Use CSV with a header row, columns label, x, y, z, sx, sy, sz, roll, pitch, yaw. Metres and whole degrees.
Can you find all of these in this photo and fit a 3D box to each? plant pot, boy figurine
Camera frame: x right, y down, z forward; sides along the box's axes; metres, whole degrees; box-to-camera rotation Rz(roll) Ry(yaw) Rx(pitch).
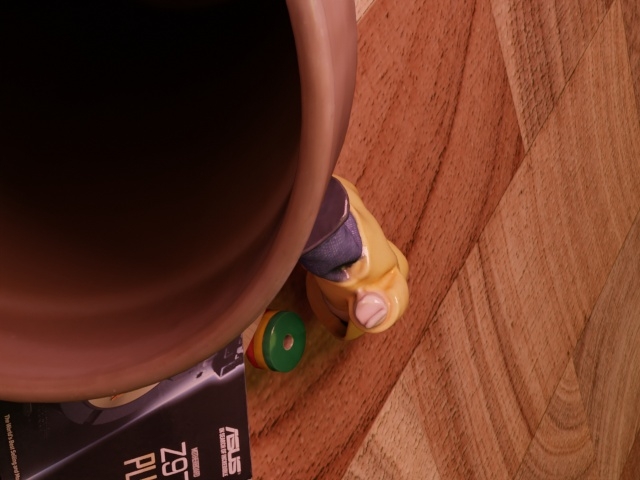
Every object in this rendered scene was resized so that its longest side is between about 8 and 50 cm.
label,x,y,z,sx,sy,sz,roll,pitch,yaw
plant pot,-0.119,-0.138,0.565,0.280,0.323,0.323,-67,149,-52
boy figurine,0.000,0.000,0.916,0.092,0.177,0.285,-36,159,1

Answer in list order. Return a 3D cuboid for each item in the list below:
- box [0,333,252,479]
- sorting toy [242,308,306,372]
label,x,y,z,sx,sy,sz,roll,pitch,yaw
box,-0.124,0.071,0.704,0.147,0.077,0.180,-14,119,-24
sorting toy,-0.108,0.045,0.823,0.274,0.046,0.132,52,53,-45
